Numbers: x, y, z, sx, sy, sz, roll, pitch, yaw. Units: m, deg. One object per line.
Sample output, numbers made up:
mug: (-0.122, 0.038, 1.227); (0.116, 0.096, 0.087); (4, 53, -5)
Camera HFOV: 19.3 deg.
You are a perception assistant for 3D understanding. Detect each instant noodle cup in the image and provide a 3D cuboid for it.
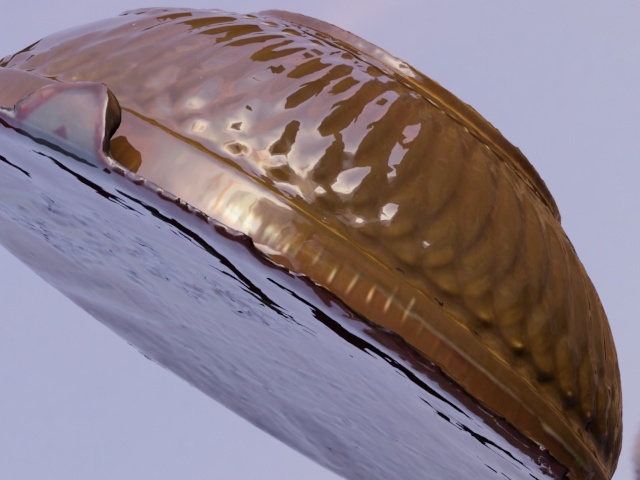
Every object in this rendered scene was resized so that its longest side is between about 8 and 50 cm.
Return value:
instant noodle cup: (0.000, 0.000, 0.584); (0.090, 0.274, 0.274); (-56, -26, -13)
